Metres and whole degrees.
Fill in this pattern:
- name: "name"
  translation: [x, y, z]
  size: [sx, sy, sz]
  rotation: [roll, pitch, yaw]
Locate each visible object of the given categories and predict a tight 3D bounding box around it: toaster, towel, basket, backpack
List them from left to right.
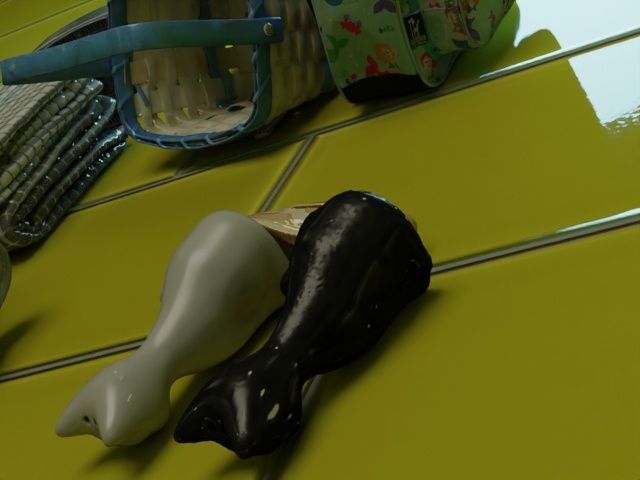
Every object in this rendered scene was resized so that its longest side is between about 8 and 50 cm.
- name: "towel"
  translation: [-0.365, -0.072, 1.584]
  size: [0.235, 0.121, 0.283]
  rotation: [-16, 27, 32]
- name: "toaster"
  translation: [-0.258, -0.224, 1.772]
  size: [0.227, 0.129, 0.146]
  rotation: [-27, 20, 6]
- name: "basket"
  translation: [-0.137, -0.190, 1.417]
  size: [0.289, 0.201, 0.255]
  rotation: [-6, 3, -41]
- name: "backpack"
  translation: [0.070, -0.282, 1.345]
  size: [0.191, 0.253, 0.225]
  rotation: [-14, 25, 32]

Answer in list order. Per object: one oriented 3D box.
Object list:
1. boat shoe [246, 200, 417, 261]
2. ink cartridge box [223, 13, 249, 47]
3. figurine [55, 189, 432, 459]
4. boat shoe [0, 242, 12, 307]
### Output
- name: "boat shoe"
  translation: [0.000, 0.000, 1.075]
  size: [0.170, 0.063, 0.059]
  rotation: [5, 36, 39]
- name: "ink cartridge box"
  translation: [-0.078, -0.300, 1.562]
  size: [0.296, 0.261, 0.066]
  rotation: [-3, 40, 47]
- name: "figurine"
  translation: [-0.061, 0.068, 0.968]
  size: [0.215, 0.092, 0.209]
  rotation: [-6, 35, 44]
- name: "boat shoe"
  translation: [-0.347, 0.110, 1.172]
  size: [0.103, 0.118, 0.320]
  rotation: [-1, 38, 38]
